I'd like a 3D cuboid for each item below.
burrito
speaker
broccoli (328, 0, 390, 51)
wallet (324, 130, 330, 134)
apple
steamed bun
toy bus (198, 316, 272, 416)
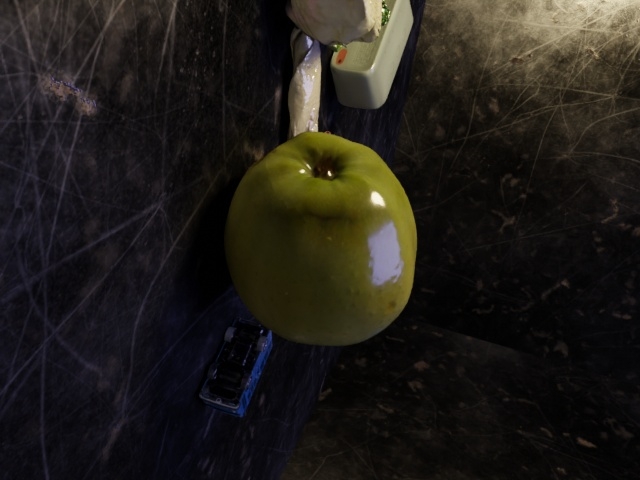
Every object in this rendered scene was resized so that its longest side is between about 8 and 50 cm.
[{"bbox_3d":[-0.048,-0.365,1.369,0.117,0.076,0.392,-43,145,-50],"label":"burrito"},{"bbox_3d":[0.166,-0.653,1.715,0.184,0.183,0.406,56,50,-66],"label":"speaker"},{"bbox_3d":[0.074,-0.596,1.404,0.220,0.194,0.194,34,69,-45],"label":"broccoli"},{"bbox_3d":[0.005,-0.254,1.823,0.232,0.025,0.119,91,18,-49],"label":"wallet"},{"bbox_3d":[0.000,0.000,1.183,0.473,0.474,0.473,15,90,-77],"label":"apple"},{"bbox_3d":[0.029,-0.568,1.177,0.320,0.206,0.275,19,70,-72],"label":"steamed bun"},{"bbox_3d":[-0.213,0.335,1.368,0.133,0.116,0.234,94,15,-52],"label":"toy bus"}]
